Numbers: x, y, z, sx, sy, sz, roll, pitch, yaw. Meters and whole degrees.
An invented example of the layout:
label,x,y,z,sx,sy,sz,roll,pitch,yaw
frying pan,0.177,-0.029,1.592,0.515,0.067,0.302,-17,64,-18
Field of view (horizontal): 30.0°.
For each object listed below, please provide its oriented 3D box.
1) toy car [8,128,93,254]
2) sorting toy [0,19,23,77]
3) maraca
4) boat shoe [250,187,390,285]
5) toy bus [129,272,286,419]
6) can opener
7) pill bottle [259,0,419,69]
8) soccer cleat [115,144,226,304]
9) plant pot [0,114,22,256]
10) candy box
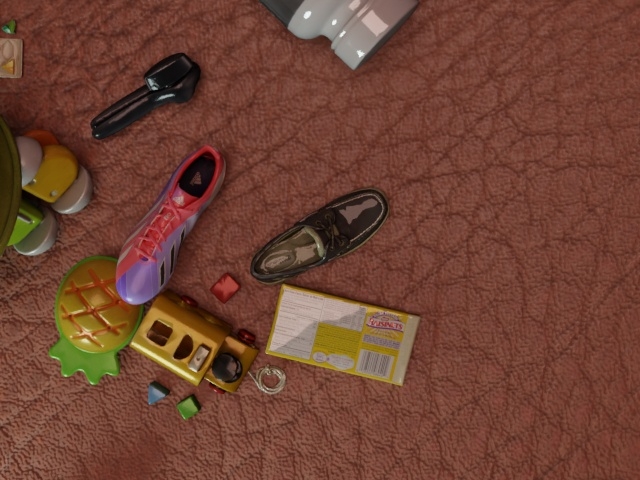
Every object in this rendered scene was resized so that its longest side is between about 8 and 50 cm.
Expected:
label,x,y,z,sx,sy,sz,roll,pitch,yaw
toy car,-0.430,-0.079,1.698,0.182,0.159,0.136,-49,54,4
sorting toy,-0.464,-0.279,1.738,0.062,0.012,0.083,3,94,4
maraca,-0.322,0.113,1.713,0.127,0.099,0.186,16,95,4
boat shoe,-0.001,-0.001,1.698,0.223,0.073,0.080,-29,93,6
toy bus,-0.170,0.157,1.704,0.202,0.104,0.191,-15,93,5
can opener,-0.252,-0.204,1.712,0.186,0.059,0.073,-30,118,14
pill bottle,-0.022,-0.388,1.621,0.318,0.176,0.176,44,95,0
soccer cleat,-0.211,-0.026,1.666,0.083,0.095,0.248,31,74,3
plant pot,-0.612,-0.101,1.461,0.366,0.353,0.367,-4,73,12
candy box,0.032,0.135,1.719,0.205,0.027,0.105,14,93,-4
